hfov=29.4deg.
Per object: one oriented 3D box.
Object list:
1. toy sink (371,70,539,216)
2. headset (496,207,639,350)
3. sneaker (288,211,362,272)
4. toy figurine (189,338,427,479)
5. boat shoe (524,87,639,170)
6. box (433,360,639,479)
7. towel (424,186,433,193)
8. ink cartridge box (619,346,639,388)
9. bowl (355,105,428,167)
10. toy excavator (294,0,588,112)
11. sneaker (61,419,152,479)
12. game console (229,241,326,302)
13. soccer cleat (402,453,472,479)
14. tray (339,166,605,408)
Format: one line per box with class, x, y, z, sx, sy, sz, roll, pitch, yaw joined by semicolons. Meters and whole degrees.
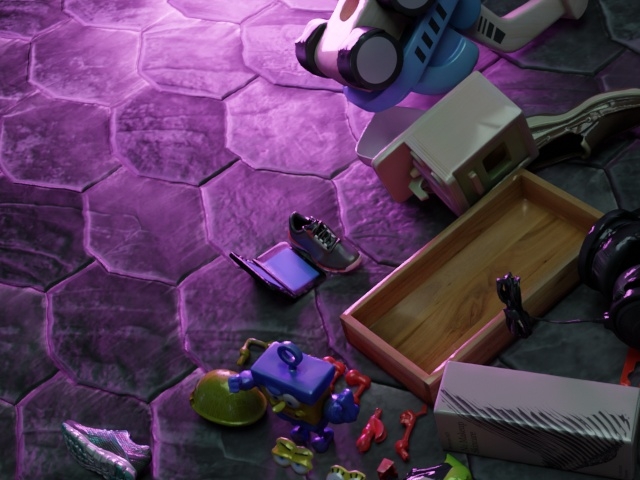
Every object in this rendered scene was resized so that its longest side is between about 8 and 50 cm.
toy sink;0.226;-0.132;2.009;0.234;0.153;0.131;-40;58;-1
headset;0.451;0.044;1.761;0.394;0.185;0.243;-22;40;3
sneaker;0.000;0.000;2.044;0.158;0.065;0.061;27;60;33
toy figurine;-0.038;0.194;1.775;0.362;0.217;0.191;21;57;29
boat shoe;0.450;-0.177;2.078;0.257;0.095;0.095;-18;50;14
box;0.305;0.250;1.708;0.275;0.113;0.094;5;51;20
towel;0.250;-0.130;2.124;0.110;0.027;0.148;14;55;26
ink cartridge box;0.515;0.198;1.730;0.179;0.045;0.145;10;61;23
bowl;0.148;-0.171;2.169;0.142;0.053;0.142;11;52;24
toy excavator;0.240;-0.394;2.231;0.222;0.445;0.433;26;89;58
sneaker;-0.323;0.315;1.857;0.166;0.065;0.076;27;43;29
game console;-0.071;0.042;2.024;0.122;0.107;0.071;37;94;38
soccer cleat;0.127;0.359;1.697;0.179;0.060;0.072;-25;37;-17
tray;0.251;0.066;1.911;0.411;0.076;0.203;-39;49;-19
